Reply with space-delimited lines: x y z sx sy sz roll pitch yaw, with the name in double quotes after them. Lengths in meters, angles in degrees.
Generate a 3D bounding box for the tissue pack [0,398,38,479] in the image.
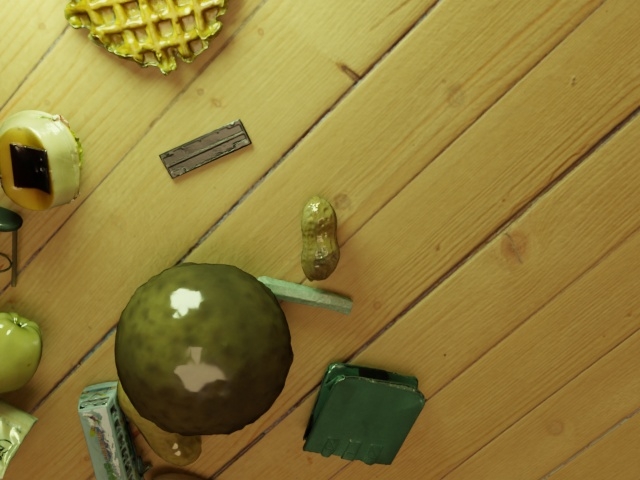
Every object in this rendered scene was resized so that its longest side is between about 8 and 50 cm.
-0.937 0.453 1.517 0.405 0.205 0.332 34 127 -19 "tissue pack"

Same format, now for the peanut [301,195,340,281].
0.000 0.000 1.487 0.100 0.099 0.214 -2 109 -4 "peanut"

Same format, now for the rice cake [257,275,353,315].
-0.041 0.134 1.566 0.245 0.042 0.045 13 110 -10 "rice cake"

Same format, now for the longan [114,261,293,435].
-0.258 0.240 1.436 0.391 0.391 0.391 -2 115 -4 "longan"

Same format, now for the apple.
-0.742 0.261 1.496 0.200 0.200 0.200 -2 115 -4 "apple"

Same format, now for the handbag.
0.108 0.453 1.701 0.269 0.100 0.274 12 114 -14 "handbag"

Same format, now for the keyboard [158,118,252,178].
-0.252 -0.199 1.412 0.198 0.010 0.063 -23 113 6 "keyboard"

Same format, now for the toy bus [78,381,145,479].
-0.528 0.534 1.643 0.109 0.136 0.329 -10 104 -5 "toy bus"

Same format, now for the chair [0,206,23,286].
-0.719 0.015 1.436 0.095 0.104 0.221 1 123 -33 "chair"

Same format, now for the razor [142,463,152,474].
-0.555 0.568 1.737 0.084 0.036 0.211 -40 106 0 "razor"

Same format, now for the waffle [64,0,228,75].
-0.336 -0.489 1.239 0.325 0.068 0.302 28 110 -17 "waffle"

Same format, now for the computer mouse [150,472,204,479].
-0.376 0.721 1.791 0.236 0.082 0.145 25 110 -17 "computer mouse"

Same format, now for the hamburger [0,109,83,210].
-0.586 -0.164 1.351 0.173 0.116 0.210 4 119 3 "hamburger"

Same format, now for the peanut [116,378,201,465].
-0.398 0.446 1.631 0.148 0.147 0.318 -23 112 6 "peanut"
